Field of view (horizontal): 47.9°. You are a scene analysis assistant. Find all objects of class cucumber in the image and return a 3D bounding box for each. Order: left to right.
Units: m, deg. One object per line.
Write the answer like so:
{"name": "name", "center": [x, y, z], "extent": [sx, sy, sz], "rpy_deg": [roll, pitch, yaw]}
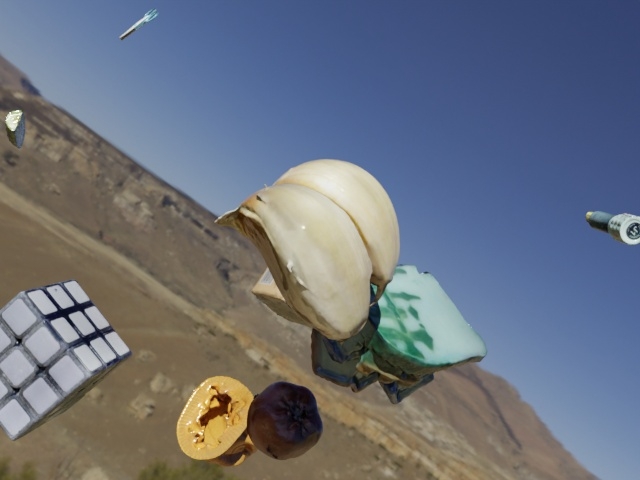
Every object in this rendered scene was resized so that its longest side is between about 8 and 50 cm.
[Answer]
{"name": "cucumber", "center": [-0.716, -0.256, 1.684], "extent": [0.035, 0.067, 0.107], "rpy_deg": [12, -28, -12]}

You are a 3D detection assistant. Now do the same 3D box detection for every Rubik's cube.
{"name": "Rubik's cube", "center": [-0.777, 0.325, 2.025], "extent": [0.304, 0.305, 0.301], "rpy_deg": [49, 9, 2]}

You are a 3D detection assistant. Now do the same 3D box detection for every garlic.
{"name": "garlic", "center": [0.000, 0.000, 1.238], "extent": [0.313, 0.249, 0.286], "rpy_deg": [42, 26, 25]}

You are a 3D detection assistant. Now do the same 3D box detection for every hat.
{"name": "hat", "center": [-0.265, 0.554, 2.049], "extent": [0.244, 0.233, 0.233], "rpy_deg": [51, -14, 44]}

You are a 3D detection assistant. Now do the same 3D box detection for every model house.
{"name": "model house", "center": [0.114, 0.243, 1.537], "extent": [0.295, 0.329, 0.252], "rpy_deg": [-5, 56, -44]}

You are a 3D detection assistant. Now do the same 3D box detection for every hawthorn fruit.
{"name": "hawthorn fruit", "center": [-0.099, 0.432, 1.717], "extent": [0.185, 0.185, 0.202], "rpy_deg": [38, -36, -18]}

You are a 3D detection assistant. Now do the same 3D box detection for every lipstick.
{"name": "lipstick", "center": [0.365, -0.020, 0.910], "extent": [0.037, 0.037, 0.116], "rpy_deg": [37, 3, -11]}

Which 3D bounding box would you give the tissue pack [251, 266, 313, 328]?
{"name": "tissue pack", "center": [0.016, 0.073, 1.808], "extent": [0.238, 0.305, 0.238], "rpy_deg": [30, -15, 9]}

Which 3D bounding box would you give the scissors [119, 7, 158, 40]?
{"name": "scissors", "center": [-0.463, -0.549, 1.835], "extent": [0.014, 0.119, 0.058], "rpy_deg": [51, 6, -41]}
